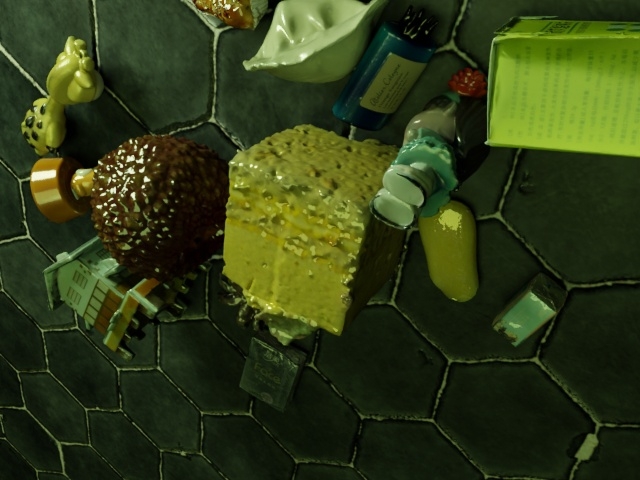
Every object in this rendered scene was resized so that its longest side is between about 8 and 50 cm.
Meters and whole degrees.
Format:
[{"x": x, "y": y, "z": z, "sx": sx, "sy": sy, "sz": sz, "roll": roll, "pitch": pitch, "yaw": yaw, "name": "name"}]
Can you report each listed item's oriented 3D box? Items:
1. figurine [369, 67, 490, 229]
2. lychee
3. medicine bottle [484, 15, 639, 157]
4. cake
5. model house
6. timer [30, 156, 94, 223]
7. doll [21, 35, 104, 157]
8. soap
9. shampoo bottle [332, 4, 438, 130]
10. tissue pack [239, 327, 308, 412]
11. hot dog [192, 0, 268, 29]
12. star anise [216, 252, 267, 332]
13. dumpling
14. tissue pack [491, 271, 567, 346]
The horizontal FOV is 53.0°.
[{"x": 0.149, "y": -0.112, "z": 0.805, "sx": 0.110, "sy": 0.245, "sz": 0.138, "roll": 30, "pitch": 134, "yaw": 9, "name": "figurine"}, {"x": -0.270, "y": -0.070, "z": 1.077, "sx": 0.271, "sy": 0.271, "sz": 0.271, "roll": 14, "pitch": 123, "yaw": 23, "name": "lychee"}, {"x": 0.324, "y": -0.178, "z": 0.731, "sx": 0.250, "sy": 0.137, "sz": 0.141, "roll": 9, "pitch": 121, "yaw": 25, "name": "medicine bottle"}, {"x": 0.000, "y": 0.000, "z": 0.966, "sx": 0.222, "sy": 0.227, "sz": 0.286, "roll": 23, "pitch": 124, "yaw": 22, "name": "cake"}, {"x": -0.364, "y": 0.074, "z": 1.219, "sx": 0.215, "sy": 0.224, "sz": 0.198, "roll": 38, "pitch": 130, "yaw": 5, "name": "model house"}, {"x": -0.458, "y": -0.111, "z": 1.248, "sx": 0.152, "sy": 0.132, "sz": 0.132, "roll": -11, "pitch": 112, "yaw": 12, "name": "timer"}, {"x": -0.478, "y": -0.257, "z": 1.181, "sx": 0.291, "sy": 0.086, "sz": 0.117, "roll": -38, "pitch": 77, "yaw": 41, "name": "doll"}, {"x": 0.196, "y": 0.014, "z": 0.983, "sx": 0.089, "sy": 0.033, "sz": 0.168, "roll": 6, "pitch": 120, "yaw": 29, "name": "soap"}, {"x": 0.094, "y": -0.233, "z": 0.874, "sx": 0.087, "sy": 0.050, "sz": 0.183, "roll": 12, "pitch": 134, "yaw": -26, "name": "shampoo bottle"}, {"x": -0.096, "y": 0.260, "z": 1.282, "sx": 0.112, "sy": 0.051, "sz": 0.156, "roll": 29, "pitch": 128, "yaw": 14, "name": "tissue pack"}, {"x": -0.140, "y": -0.358, "z": 0.907, "sx": 0.191, "sy": 0.059, "sz": 0.108, "roll": 35, "pitch": 141, "yaw": 44, "name": "hot dog"}, {"x": -0.125, "y": 0.108, "z": 1.203, "sx": 0.195, "sy": 0.065, "sz": 0.182, "roll": 39, "pitch": 130, "yaw": 0, "name": "star anise"}, {"x": -0.014, "y": -0.264, "z": 0.856, "sx": 0.216, "sy": 0.166, "sz": 0.126, "roll": 8, "pitch": 119, "yaw": 18, "name": "dumpling"}, {"x": 0.309, "y": 0.101, "z": 0.945, "sx": 0.059, "sy": 0.074, "sz": 0.094, "roll": 43, "pitch": 131, "yaw": 11, "name": "tissue pack"}]
